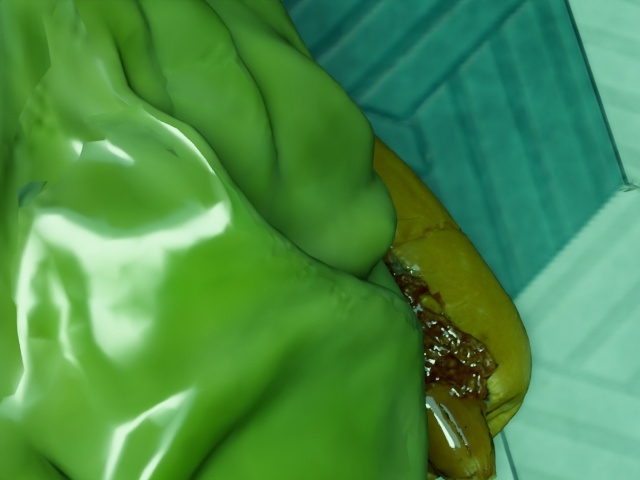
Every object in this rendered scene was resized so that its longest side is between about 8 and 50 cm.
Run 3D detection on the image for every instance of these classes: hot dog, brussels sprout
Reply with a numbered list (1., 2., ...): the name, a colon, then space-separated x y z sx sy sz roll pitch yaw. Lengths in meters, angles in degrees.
1. hot dog: 0.000 0.000 0.751 0.102 0.076 0.249 -34 76 -14
2. brussels sprout: -0.168 0.087 0.598 0.425 0.342 0.361 -21 102 -4
